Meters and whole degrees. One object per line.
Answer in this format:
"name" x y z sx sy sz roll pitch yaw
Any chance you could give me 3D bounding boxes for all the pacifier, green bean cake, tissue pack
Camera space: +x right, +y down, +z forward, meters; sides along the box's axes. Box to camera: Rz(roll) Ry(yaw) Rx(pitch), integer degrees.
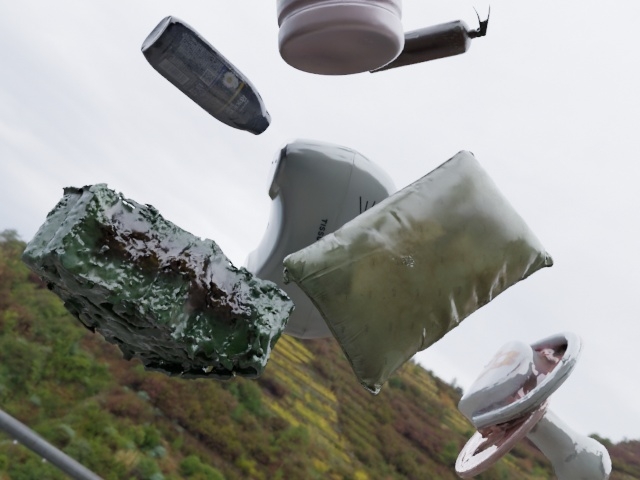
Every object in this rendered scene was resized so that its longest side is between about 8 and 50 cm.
"pacifier" 0.352 0.289 1.093 0.220 0.332 0.273 -3 -64 46
"green bean cake" -0.155 0.041 0.613 0.193 0.107 0.208 0 -42 40
"tissue pack" 0.000 0.000 1.136 0.236 0.333 0.229 16 4 -10

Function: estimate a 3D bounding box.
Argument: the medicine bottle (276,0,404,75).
"medicine bottle" 0.016 -0.312 0.678 0.133 0.250 0.133 -2 -8 0

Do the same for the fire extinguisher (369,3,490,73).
"fire extinguisher" 0.220 -0.414 1.340 0.267 0.072 0.089 -6 -63 24

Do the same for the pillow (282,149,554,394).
"pillow" 0.118 0.029 0.772 0.185 0.302 0.075 56 -19 8

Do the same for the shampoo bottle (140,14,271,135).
"shampoo bottle" -0.168 -0.248 1.019 0.233 0.087 0.049 36 11 -40
